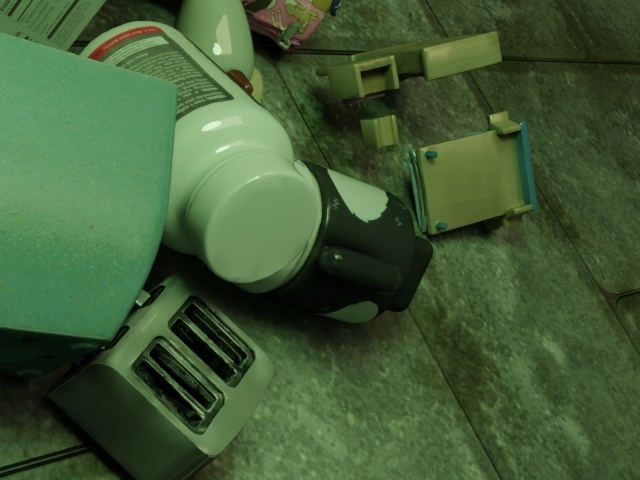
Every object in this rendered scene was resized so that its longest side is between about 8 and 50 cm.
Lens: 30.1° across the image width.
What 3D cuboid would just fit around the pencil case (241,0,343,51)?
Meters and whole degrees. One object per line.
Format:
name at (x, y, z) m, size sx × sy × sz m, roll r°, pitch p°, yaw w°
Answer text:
pencil case at (-0.154, -0.392, 1.630) m, size 0.386 × 0.160 × 0.167 m, roll 17°, pitch 27°, yaw -36°

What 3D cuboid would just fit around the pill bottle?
pill bottle at (-0.138, -0.094, 1.271) m, size 0.176 × 0.176 × 0.318 m, roll 9°, pitch 26°, yaw -41°

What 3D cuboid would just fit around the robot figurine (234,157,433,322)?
robot figurine at (0.002, -0.001, 1.425) m, size 0.278 × 0.209 × 0.174 m, roll 19°, pitch 62°, yaw -35°

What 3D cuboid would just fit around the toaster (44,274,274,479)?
toaster at (-0.152, 0.150, 1.190) m, size 0.186 × 0.110 × 0.168 m, roll 45°, pitch 38°, yaw -6°

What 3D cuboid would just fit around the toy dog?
toy dog at (-0.116, -0.298, 1.479) m, size 0.220 × 0.161 × 0.334 m, roll -17°, pitch 110°, yaw -34°

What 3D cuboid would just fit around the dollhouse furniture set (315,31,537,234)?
dollhouse furniture set at (0.138, -0.136, 1.781) m, size 0.286 × 0.198 × 0.303 m, roll -17°, pitch 102°, yaw -29°

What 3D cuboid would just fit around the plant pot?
plant pot at (-0.289, -0.013, 1.097) m, size 0.247 × 0.247 × 0.252 m, roll 11°, pitch 64°, yaw -40°

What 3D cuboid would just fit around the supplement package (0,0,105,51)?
supplement package at (-0.307, -0.331, 1.327) m, size 0.145 × 0.262 × 0.204 m, roll 30°, pitch 40°, yaw -25°
